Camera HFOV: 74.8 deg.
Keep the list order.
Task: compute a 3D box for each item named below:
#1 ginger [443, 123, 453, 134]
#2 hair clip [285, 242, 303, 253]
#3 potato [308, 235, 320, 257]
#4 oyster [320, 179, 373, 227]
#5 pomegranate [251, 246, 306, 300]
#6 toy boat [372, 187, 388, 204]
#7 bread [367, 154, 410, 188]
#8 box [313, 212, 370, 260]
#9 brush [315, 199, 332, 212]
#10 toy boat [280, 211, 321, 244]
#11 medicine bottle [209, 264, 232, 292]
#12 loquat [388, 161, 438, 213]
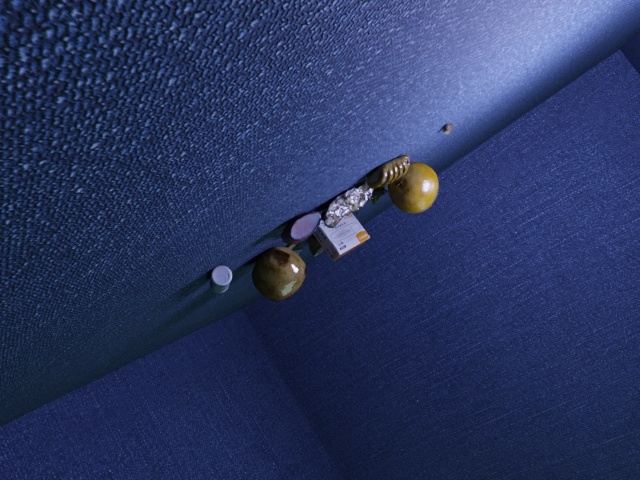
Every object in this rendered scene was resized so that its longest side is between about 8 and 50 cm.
[{"bbox_3d":[0.560,-0.494,1.849,0.097,0.030,0.048,-28,145,-57],"label":"ginger"},{"bbox_3d":[-0.181,0.069,2.328,0.218,0.071,0.159,-35,174,-44],"label":"hair clip"},{"bbox_3d":[0.000,0.000,2.573,0.138,0.098,0.243,-34,169,-22],"label":"potato"},{"bbox_3d":[0.099,-0.142,1.905,0.396,0.111,0.204,-37,-178,-37],"label":"oyster"},{"bbox_3d":[-0.206,0.163,2.088,0.281,0.281,0.281,-32,174,-4],"label":"pomegranate"},{"bbox_3d":[0.306,-0.252,2.255,0.089,0.071,0.185,-29,174,-19],"label":"toy boat"},{"bbox_3d":[0.310,-0.301,1.851,0.225,0.081,0.134,-28,171,-30],"label":"bread"},{"bbox_3d":[0.109,-0.038,2.264,0.273,0.221,0.091,-30,170,-42],"label":"box"},{"bbox_3d":[-0.010,-0.132,1.883,0.170,0.014,0.043,-37,174,24],"label":"brush"},{"bbox_3d":[-0.099,-0.049,1.830,0.206,0.096,0.282,-43,-173,-20],"label":"toy boat"},{"bbox_3d":[-0.427,0.168,1.785,0.086,0.086,0.183,-30,173,-24],"label":"medicine bottle"},{"bbox_3d":[0.478,-0.268,2.141,0.263,0.263,0.263,-32,174,-4],"label":"loquat"}]
